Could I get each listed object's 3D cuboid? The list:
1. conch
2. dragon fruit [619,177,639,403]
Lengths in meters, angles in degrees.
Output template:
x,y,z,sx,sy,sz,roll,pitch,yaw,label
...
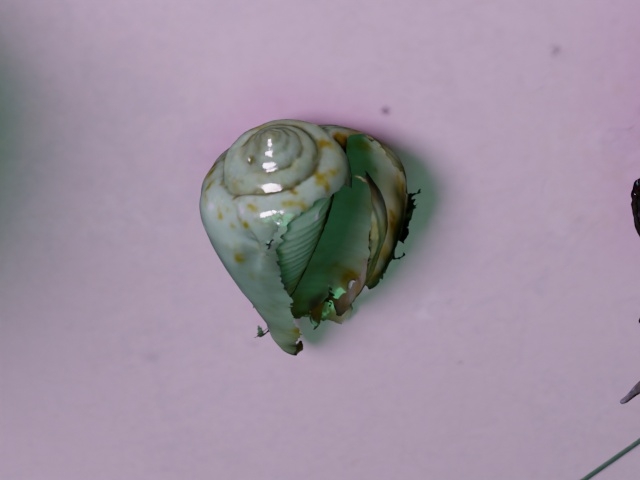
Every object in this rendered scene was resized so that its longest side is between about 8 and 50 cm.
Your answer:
x,y,z,sx,sy,sz,roll,pitch,yaw,label
0.000,0.000,0.809,0.105,0.079,0.170,-4,145,6,conch
0.246,-0.011,0.717,0.233,0.234,0.293,27,118,-24,dragon fruit
